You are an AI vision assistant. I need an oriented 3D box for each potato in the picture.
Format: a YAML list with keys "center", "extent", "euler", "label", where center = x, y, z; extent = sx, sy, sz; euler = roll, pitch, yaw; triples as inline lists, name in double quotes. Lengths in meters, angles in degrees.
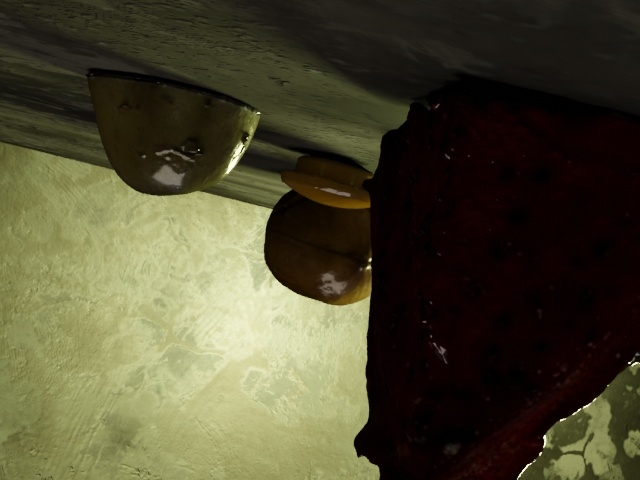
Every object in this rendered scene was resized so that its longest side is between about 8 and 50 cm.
- center: [-0.171, -0.106, 1.339]
  extent: [0.202, 0.117, 0.182]
  euler: [10, 180, 34]
  label: "potato"

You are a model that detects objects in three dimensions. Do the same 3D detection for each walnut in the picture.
- center: [0.000, 0.000, 2.073]
  extent: [0.209, 0.209, 0.336]
  euler: [14, 177, -30]
  label: "walnut"

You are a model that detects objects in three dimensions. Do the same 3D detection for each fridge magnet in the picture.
- center: [0.017, -0.077, 1.663]
  extent: [0.143, 0.063, 0.143]
  euler: [14, 178, 0]
  label: "fridge magnet"

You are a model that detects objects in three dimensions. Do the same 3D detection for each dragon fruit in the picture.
- center: [0.156, 0.059, 1.011]
  extent: [0.228, 0.329, 0.286]
  euler: [6, 178, -12]
  label: "dragon fruit"
